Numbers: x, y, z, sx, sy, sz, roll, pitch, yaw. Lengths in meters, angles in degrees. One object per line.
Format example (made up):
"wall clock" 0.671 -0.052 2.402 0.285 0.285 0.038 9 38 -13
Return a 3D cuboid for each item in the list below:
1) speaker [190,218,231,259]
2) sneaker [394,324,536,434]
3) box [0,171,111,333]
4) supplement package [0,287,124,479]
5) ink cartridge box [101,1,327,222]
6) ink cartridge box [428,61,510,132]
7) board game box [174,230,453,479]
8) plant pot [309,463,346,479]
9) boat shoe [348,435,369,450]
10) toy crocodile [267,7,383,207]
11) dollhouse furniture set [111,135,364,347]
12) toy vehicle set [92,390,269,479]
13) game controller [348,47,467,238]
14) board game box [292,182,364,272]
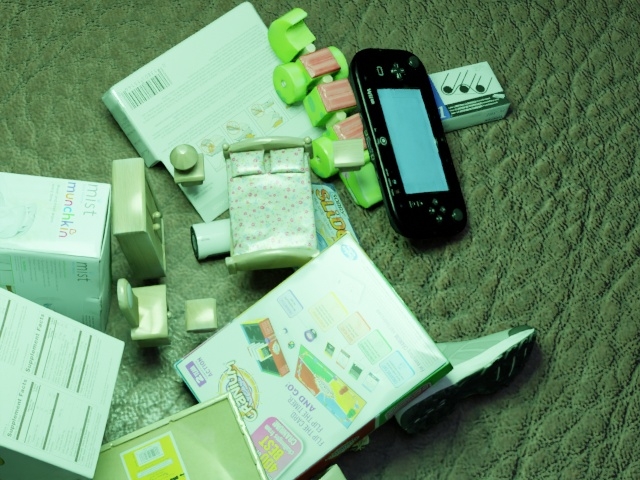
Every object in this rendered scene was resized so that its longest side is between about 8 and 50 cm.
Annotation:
"speaker" -0.129 -0.009 1.845 0.136 0.055 0.055 -10 63 -16
"sneaker" 0.207 0.180 1.772 0.271 0.100 0.108 -22 49 -24
"box" -0.408 0.028 1.657 0.231 0.262 0.127 5 60 -6
"supplement package" -0.430 0.193 1.534 0.262 0.199 0.198 29 54 -30
"ink cartridge box" -0.162 -0.206 1.948 0.296 0.066 0.261 -38 98 -26
"ink cartridge box" 0.209 -0.235 2.037 0.207 0.046 0.097 -15 63 -17
"board game box" -0.011 0.177 1.680 0.316 0.064 0.242 -37 70 1
"plant pot" 0.000 0.382 1.620 0.109 0.109 0.096 -39 86 -27
"boat shoe" 0.052 0.275 1.716 0.045 0.050 0.135 39 61 19
"toy crocodile" 0.020 -0.213 1.930 0.115 0.105 0.341 -23 84 -27
"dollhouse furniture set" -0.104 -0.027 1.698 0.355 0.174 0.303 -6 65 1
"toy vehicle set" -0.209 0.328 1.594 0.266 0.035 0.166 -22 63 -5
"game controller" 0.139 -0.155 1.907 0.166 0.067 0.319 -3 74 -50
"board game box" 0.000 0.000 1.839 0.136 0.035 0.201 1 55 -45
